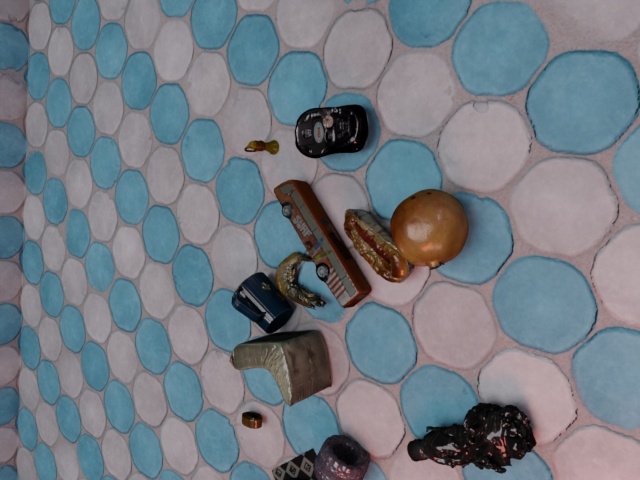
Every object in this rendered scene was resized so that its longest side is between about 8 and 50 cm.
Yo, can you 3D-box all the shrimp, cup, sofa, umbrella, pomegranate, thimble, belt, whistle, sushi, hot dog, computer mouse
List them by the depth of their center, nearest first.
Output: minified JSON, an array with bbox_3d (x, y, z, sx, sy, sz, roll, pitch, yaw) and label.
[{"bbox_3d":[0.258,-0.026,1.336,0.191,0.191,0.191,4,96,38],"label":"pomegranate"},{"bbox_3d":[0.337,0.469,1.350,0.336,0.128,0.155,-15,86,41],"label":"umbrella"},{"bbox_3d":[0.147,0.012,1.478,0.253,0.069,0.131,48,148,28],"label":"hot dog"},{"bbox_3d":[0.037,-0.296,1.541,0.233,0.096,0.137,2,100,34],"label":"computer mouse"},{"bbox_3d":[0.059,0.620,1.565,0.150,0.150,0.098,33,108,32],"label":"thimble"},{"bbox_3d":[-0.113,0.366,1.645,0.225,0.210,0.176,-11,88,35],"label":"sofa"},{"bbox_3d":[-0.054,0.117,1.676,0.217,0.051,0.150,27,103,38],"label":"shrimp"},{"bbox_3d":[-0.185,-0.286,1.708,0.057,0.109,0.046,18,105,42],"label":"whistle"},{"bbox_3d":[-0.183,0.196,1.709,0.155,0.176,0.131,43,116,21],"label":"cup"},{"bbox_3d":[-0.054,0.788,1.728,0.219,0.047,0.231,-40,70,33],"label":"sushi"},{"bbox_3d":[-0.221,0.582,1.837,0.083,0.059,0.036,7,97,49],"label":"belt"}]

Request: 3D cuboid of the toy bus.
[{"bbox_3d":[0.000,0.000,1.596,0.092,0.093,0.409,-39,71,25],"label":"toy bus"}]
